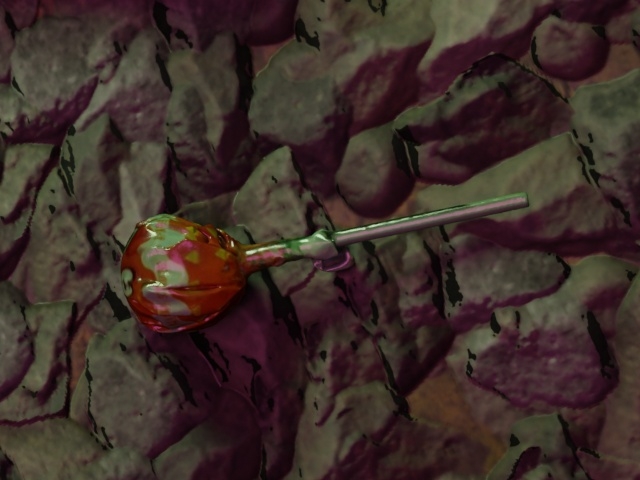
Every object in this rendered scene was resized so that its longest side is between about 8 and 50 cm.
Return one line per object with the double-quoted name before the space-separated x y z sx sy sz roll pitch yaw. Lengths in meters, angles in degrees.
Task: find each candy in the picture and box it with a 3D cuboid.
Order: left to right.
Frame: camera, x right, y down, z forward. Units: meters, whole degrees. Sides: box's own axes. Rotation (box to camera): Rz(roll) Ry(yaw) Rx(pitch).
"candy" 0.000 -0.001 0.936 0.288 0.078 0.084 -13 75 8
